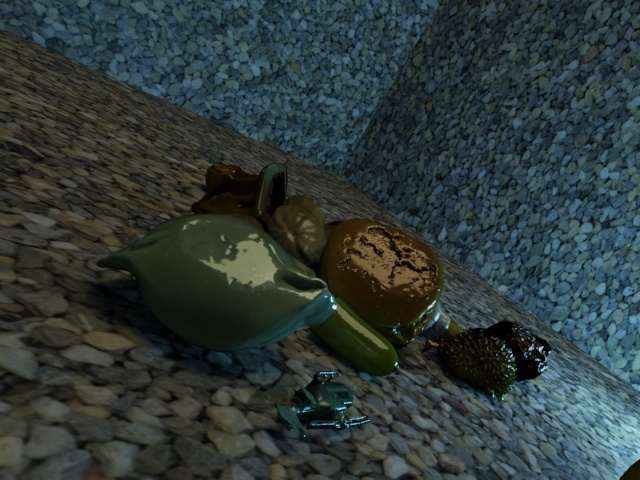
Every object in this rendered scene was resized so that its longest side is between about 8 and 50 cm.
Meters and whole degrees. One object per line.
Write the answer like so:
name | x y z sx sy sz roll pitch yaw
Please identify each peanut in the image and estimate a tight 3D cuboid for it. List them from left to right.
peanut | -0.054 -0.027 1.507 0.149 0.149 0.313 30 17 -3

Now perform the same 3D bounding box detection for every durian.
durian | 0.388 0.284 1.564 0.237 0.137 0.193 28 12 -4

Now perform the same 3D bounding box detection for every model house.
model house | -0.221 -0.107 1.608 0.239 0.173 0.268 -3 7 13

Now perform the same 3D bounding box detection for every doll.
doll | 0.285 0.204 1.716 0.237 0.111 0.252 40 4 -18

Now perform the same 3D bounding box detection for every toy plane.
toy plane | -0.001 0.255 0.949 0.096 0.060 0.235 53 17 27

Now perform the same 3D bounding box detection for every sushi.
sushi | 0.584 0.339 1.813 0.172 0.153 0.150 49 23 -24

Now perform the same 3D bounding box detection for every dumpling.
dumpling | -0.148 0.064 0.997 0.321 0.211 0.270 42 10 2

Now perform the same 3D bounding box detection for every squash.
squash | 0.074 0.208 1.246 0.188 0.095 0.095 39 14 17

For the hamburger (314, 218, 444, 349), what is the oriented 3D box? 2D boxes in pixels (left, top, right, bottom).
hamburger | 0.139 0.097 1.478 0.305 0.174 0.284 23 49 3

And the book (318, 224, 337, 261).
book | 0.000 0.000 1.720 0.389 0.032 0.269 6 19 -12

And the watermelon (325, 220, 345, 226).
watermelon | 0.100 0.011 2.012 0.232 0.127 0.204 34 8 -10

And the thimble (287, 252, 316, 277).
thimble | -0.096 0.084 1.212 0.144 0.137 0.190 31 1 0

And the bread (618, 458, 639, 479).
bread | 0.601 0.481 0.917 0.204 0.336 0.358 3 17 -11

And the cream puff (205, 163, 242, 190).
cream puff | -0.294 -0.184 1.900 0.120 0.104 0.133 -8 18 -16

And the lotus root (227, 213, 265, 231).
lotus root | -0.188 -0.006 1.418 0.125 0.118 0.221 46 10 -2
